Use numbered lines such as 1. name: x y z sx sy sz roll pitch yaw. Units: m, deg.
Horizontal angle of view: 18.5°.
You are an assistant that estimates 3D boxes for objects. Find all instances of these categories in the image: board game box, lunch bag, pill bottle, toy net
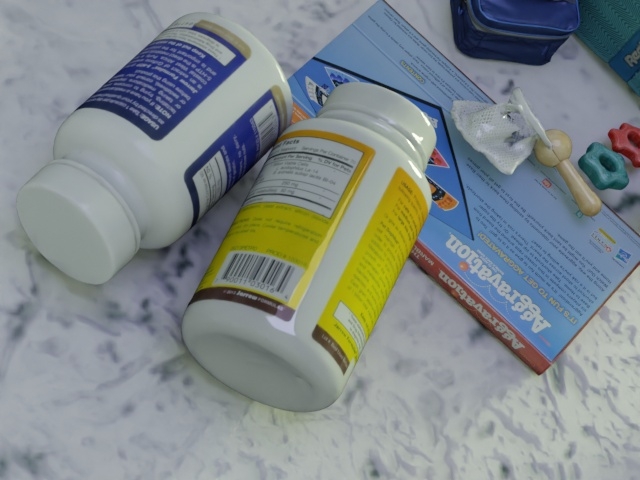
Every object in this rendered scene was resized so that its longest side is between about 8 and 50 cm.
1. board game box: 0.101 -0.043 1.455 0.281 0.027 0.145 43 56 5
2. lunch bag: 0.148 -0.182 1.523 0.098 0.065 0.067 4 62 -20
3. pill bottle: -0.114 -0.060 1.331 0.112 0.112 0.186 41 57 3
4. toy net: 0.208 -0.070 1.473 0.232 0.045 0.122 25 44 -15
5. pill bottle: 0.000 0.000 1.329 0.117 0.117 0.215 30 63 -4

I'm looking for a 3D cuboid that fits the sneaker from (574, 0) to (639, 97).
1. sneaker: 0.318 -0.205 1.569 0.208 0.127 0.319 -38 91 -30
